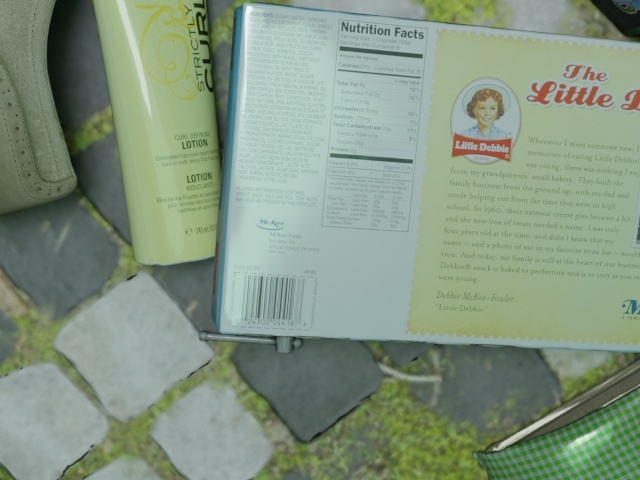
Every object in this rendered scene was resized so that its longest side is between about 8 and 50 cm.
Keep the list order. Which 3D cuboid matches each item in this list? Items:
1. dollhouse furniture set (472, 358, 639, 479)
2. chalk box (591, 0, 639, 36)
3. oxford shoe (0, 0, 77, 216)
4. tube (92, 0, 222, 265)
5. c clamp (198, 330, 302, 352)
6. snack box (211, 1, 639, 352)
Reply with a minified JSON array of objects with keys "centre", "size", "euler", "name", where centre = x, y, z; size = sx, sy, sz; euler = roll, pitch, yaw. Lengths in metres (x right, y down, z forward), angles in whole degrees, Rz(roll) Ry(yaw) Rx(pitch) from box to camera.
[{"centre":[0.162,0.231,0.629],"size":[0.302,0.151,0.197],"euler":[-32,97,4],"name":"dollhouse furniture set"},{"centre":[0.201,-0.232,0.552],"size":[0.289,0.180,0.179],"euler":[42,96,-7],"name":"chalk box"},{"centre":[-0.223,-0.204,0.598],"size":[0.147,0.140,0.396],"euler":[-4,93,-32],"name":"oxford shoe"},{"centre":[-0.099,-0.106,0.623],"size":[0.062,0.070,0.240],"euler":[-5,97,6],"name":"tube"},{"centre":[0.000,0.000,0.661],"size":[0.137,0.022,0.160],"euler":[9,98,-2],"name":"c clamp"},{"centre":[0.102,-0.033,0.615],"size":[0.322,0.060,0.187],"euler":[4,98,-10],"name":"snack box"}]
